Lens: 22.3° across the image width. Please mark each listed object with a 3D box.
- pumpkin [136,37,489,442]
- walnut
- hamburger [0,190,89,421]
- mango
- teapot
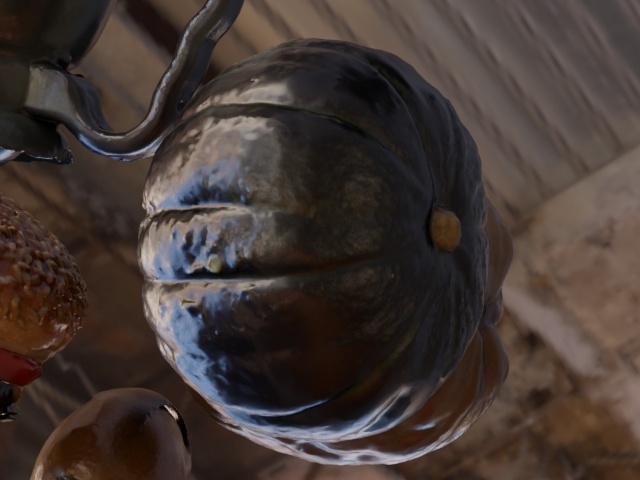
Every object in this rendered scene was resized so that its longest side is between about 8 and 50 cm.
[{"bbox_3d":[0.000,0.000,0.874,0.220,0.162,0.220,16,-108,-60],"label":"pumpkin"},{"bbox_3d":[0.010,0.062,1.567,0.306,0.344,0.306,4,-90,-65],"label":"walnut"},{"bbox_3d":[-0.383,0.043,1.474,0.330,0.250,0.330,37,175,4],"label":"hamburger"},{"bbox_3d":[-0.203,0.232,1.627,0.136,0.166,0.236,17,-170,12],"label":"mango"},{"bbox_3d":[-0.214,-0.156,1.177,0.223,0.305,0.285,-170,90,-85],"label":"teapot"}]
